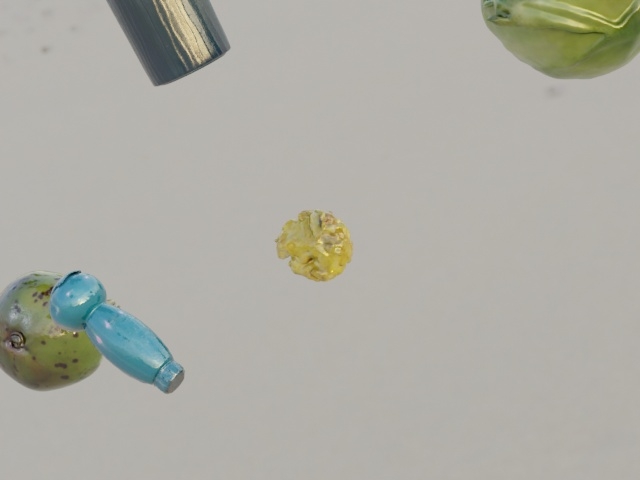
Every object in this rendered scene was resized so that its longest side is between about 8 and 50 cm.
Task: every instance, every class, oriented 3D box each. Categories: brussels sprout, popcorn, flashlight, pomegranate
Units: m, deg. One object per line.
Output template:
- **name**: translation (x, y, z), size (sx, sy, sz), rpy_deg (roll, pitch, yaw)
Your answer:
- **brussels sprout**: translation (0.303, -0.319, 2.129), size (0.259, 0.227, 0.294), rpy_deg (-56, -4, 1)
- **popcorn**: translation (0.000, 0.000, 2.030), size (0.084, 0.084, 0.084), rpy_deg (-14, 21, 6)
- **flashlight**: translation (-0.163, 0.074, 1.483), size (0.129, 0.051, 0.051), rpy_deg (37, 44, 15)
- **pomegranate**: translation (-0.240, 0.080, 1.713), size (0.115, 0.114, 0.142), rpy_deg (-3, 5, 32)

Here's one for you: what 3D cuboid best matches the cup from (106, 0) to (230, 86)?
- **cup**: translation (-0.175, -0.276, 2.253), size (0.113, 0.138, 0.150), rpy_deg (-16, 15, 41)
